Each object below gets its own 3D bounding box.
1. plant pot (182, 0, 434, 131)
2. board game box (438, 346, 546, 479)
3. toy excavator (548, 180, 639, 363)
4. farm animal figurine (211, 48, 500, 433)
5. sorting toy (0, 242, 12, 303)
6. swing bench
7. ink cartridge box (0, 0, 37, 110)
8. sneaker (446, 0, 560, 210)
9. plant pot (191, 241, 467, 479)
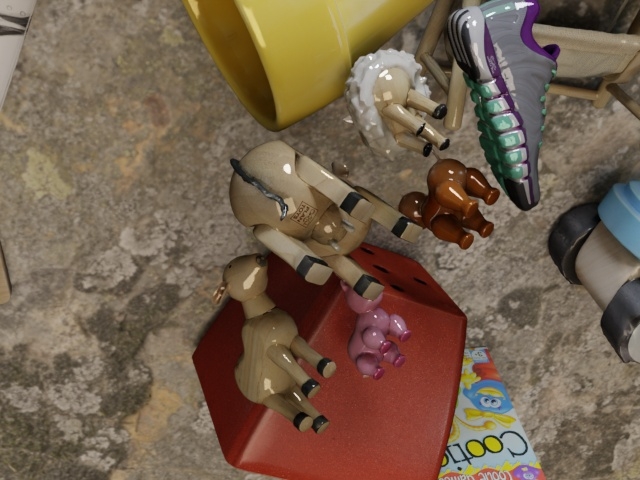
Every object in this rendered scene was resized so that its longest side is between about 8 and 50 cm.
[{"bbox_3d":[-0.002,-0.268,1.018,0.239,0.254,0.254,-29,127,-10],"label":"plant pot"},{"bbox_3d":[0.186,0.288,1.409,0.142,0.275,0.144,-4,125,-9],"label":"board game box"},{"bbox_3d":[0.578,-0.031,1.305,0.433,0.222,0.445,20,117,-24],"label":"toy excavator"},{"bbox_3d":[0.000,0.000,1.047,0.330,0.172,0.327,-47,148,-7],"label":"farm animal figurine"},{"bbox_3d":[-0.500,-0.001,1.181,0.257,0.089,0.255,-7,126,-7],"label":"sorting toy"},{"bbox_3d":[0.258,-0.247,1.125,0.253,0.165,0.255,6,118,-15],"label":"swing bench"},{"bbox_3d":[-0.389,-0.294,0.950,0.285,0.166,0.395,17,118,-22],"label":"ink cartridge box"},{"bbox_3d":[0.202,-0.134,1.036,0.098,0.083,0.224,-25,120,-3],"label":"sneaker"},{"bbox_3d":[0.025,0.133,1.295,0.267,0.267,0.236,18,106,-22],"label":"plant pot"}]
